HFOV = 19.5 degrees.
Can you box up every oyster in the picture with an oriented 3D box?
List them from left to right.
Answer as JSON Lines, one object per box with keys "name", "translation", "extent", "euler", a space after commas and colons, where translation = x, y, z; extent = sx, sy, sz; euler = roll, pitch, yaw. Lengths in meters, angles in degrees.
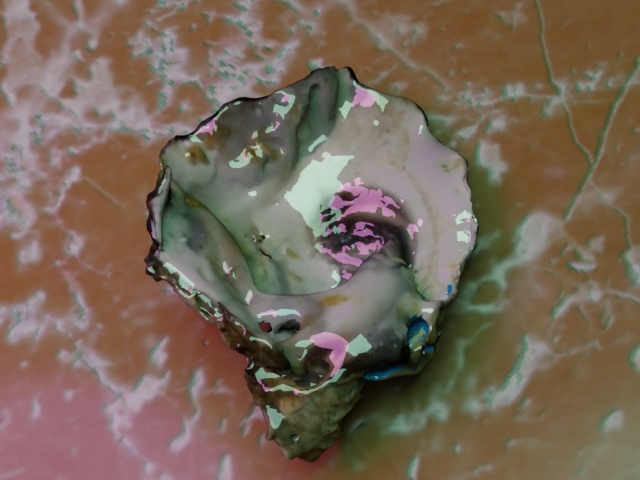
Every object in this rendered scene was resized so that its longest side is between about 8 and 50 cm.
{"name": "oyster", "translation": [0.000, 0.000, 1.130], "extent": [0.223, 0.083, 0.214], "euler": [-31, 69, -26]}
